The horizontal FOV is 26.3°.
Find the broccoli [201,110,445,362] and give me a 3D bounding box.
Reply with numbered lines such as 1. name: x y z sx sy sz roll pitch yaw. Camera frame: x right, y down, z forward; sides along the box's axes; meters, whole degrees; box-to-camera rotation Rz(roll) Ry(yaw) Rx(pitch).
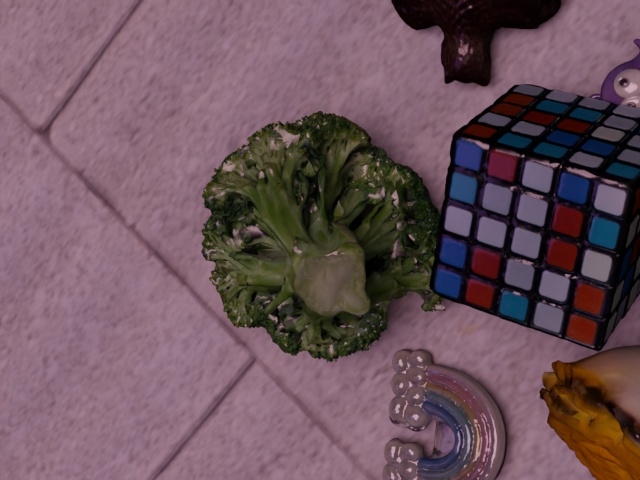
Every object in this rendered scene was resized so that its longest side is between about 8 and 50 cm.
1. broccoli: 0.000 0.000 1.449 0.262 0.241 0.269 -13 114 4

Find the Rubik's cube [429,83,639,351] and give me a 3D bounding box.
1. Rubik's cube: 0.231 -0.030 1.336 0.187 0.182 0.184 17 121 24

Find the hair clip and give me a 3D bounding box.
1. hair clip: 0.135 0.232 1.482 0.140 0.054 0.220 4 88 30

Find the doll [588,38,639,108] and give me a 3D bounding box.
1. doll: 0.368 -0.159 1.370 0.206 0.067 0.110 -14 92 11

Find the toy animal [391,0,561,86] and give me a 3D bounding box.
1. toy animal: 0.150 -0.256 1.434 0.219 0.116 0.179 5 91 17

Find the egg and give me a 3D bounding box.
1. egg: 0.357 0.188 1.300 0.174 0.264 0.286 -43 35 -14
